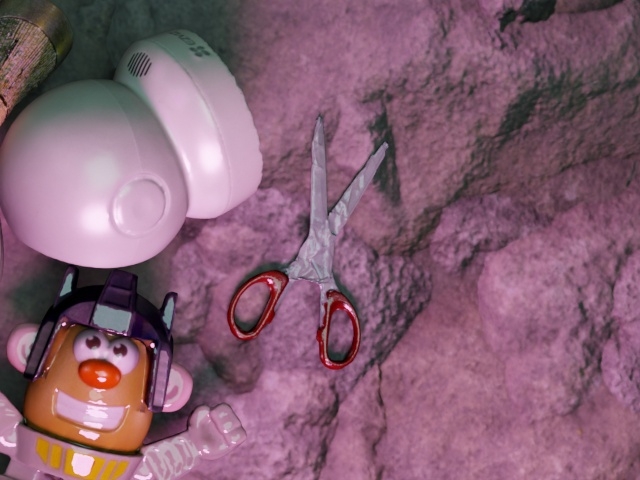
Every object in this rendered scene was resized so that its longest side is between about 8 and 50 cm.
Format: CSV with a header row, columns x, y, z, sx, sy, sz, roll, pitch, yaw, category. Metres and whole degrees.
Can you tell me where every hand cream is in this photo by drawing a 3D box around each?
x,y,z,sx,sy,sz,roll,pitch,yaw,category
-0.304,-0.147,1.742,0.084,0.084,0.203,32,44,-12,hand cream

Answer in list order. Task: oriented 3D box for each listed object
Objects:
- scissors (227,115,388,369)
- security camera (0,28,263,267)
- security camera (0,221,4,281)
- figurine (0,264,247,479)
x,y,z,sx,sy,sz,roll,pitch,yaw,category
0.000,0.000,1.903,0.144,0.017,0.248,19,80,-15,scissors
-0.195,-0.076,1.750,0.236,0.194,0.195,-29,95,-25,security camera
-0.424,-0.020,1.692,0.277,0.197,0.191,18,46,-28,security camera
-0.227,0.167,1.760,0.308,0.143,0.309,-2,94,-33,figurine
